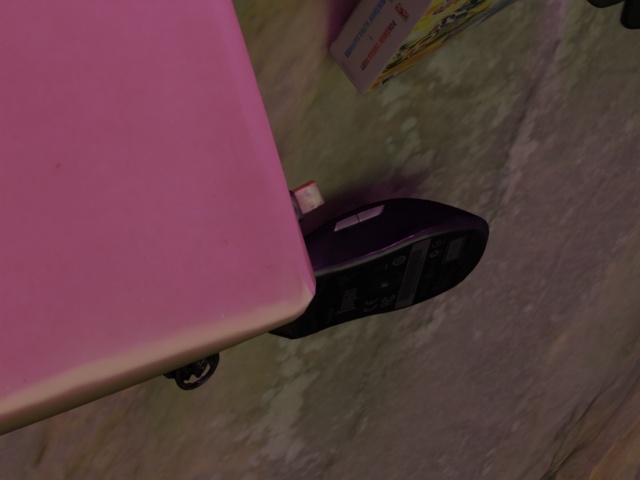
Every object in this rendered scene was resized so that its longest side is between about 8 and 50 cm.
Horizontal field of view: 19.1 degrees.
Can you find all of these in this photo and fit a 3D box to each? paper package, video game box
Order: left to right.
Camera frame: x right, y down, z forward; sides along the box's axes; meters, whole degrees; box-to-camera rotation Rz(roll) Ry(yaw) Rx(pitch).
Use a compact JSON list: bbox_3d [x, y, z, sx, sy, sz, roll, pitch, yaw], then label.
[{"bbox_3d":[-0.207,-0.064,0.710,0.325,0.309,0.168,-19,-172,-19],"label":"paper package"},{"bbox_3d":[0.116,-0.185,1.188,0.205,0.048,0.187,-33,172,-19],"label":"video game box"}]

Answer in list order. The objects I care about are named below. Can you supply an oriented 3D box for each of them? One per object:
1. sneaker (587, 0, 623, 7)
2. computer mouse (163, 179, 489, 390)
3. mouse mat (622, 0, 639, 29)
[{"bbox_3d":[0.274,-0.214,1.385,0.170,0.051,0.089,-43,137,7],"label":"sneaker"},{"bbox_3d":[0.000,0.000,1.342,0.262,0.060,0.184,-20,148,-16],"label":"computer mouse"},{"bbox_3d":[0.312,-0.239,1.427,0.152,0.007,0.190,-11,138,-18],"label":"mouse mat"}]
